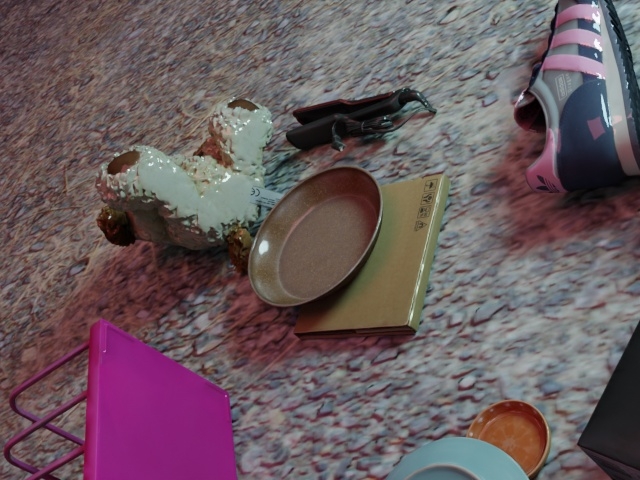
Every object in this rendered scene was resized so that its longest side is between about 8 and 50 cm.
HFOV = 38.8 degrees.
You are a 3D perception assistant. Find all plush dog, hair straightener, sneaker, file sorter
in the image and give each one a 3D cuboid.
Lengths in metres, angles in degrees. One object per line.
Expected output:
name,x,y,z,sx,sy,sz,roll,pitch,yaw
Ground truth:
plush dog,-0.181,-0.057,1.255,0.262,0.210,0.225,-32,16,-27
hair straightener,0.048,-0.148,1.204,0.231,0.047,0.089,-4,55,35
sneaker,0.265,-0.186,0.978,0.131,0.112,0.318,-19,45,27
file sorter,-0.219,0.277,0.955,0.182,0.202,0.290,-34,40,20

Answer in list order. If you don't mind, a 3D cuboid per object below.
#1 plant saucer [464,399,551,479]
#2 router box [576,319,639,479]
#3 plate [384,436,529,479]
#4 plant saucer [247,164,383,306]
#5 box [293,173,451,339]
plant saucer,0.170,0.185,0.825,0.084,0.013,0.083,-23,45,25
router box,0.378,0.108,0.649,0.309,0.081,0.242,17,70,48
plate,0.106,0.261,0.798,0.188,0.024,0.188,-24,48,30
plant saucer,0.000,0.000,1.086,0.199,0.036,0.198,-26,43,27
box,0.060,0.020,1.059,0.165,0.021,0.201,-9,53,39
